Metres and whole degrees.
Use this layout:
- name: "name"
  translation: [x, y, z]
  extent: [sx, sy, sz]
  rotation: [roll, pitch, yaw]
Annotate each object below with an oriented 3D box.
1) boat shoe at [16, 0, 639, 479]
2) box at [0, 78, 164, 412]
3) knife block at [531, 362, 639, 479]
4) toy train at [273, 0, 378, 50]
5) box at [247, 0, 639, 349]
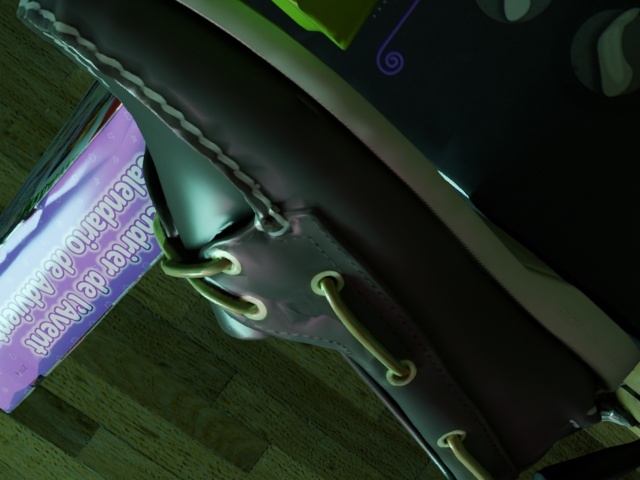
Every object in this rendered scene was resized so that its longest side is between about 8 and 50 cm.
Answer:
- name: "boat shoe"
  translation: [0.000, 0.000, 0.519]
  extent: [0.227, 0.069, 0.081]
  rotation: [39, 180, -38]
- name: "box"
  translation: [-0.060, -0.076, 0.910]
  extent: [0.057, 0.201, 0.293]
  rotation: [38, -142, -10]
- name: "knife block"
  translation: [0.213, 0.074, 1.121]
  extent: [0.275, 0.242, 0.088]
  rotation: [36, -176, -41]
- name: "toy train"
  translation: [0.032, -0.099, 0.425]
  extent: [0.248, 0.143, 0.105]
  rotation: [39, -177, 5]
- name: "box"
  translation: [0.087, -0.066, 0.656]
  extent: [0.270, 0.143, 0.165]
  rotation: [38, -178, 17]
